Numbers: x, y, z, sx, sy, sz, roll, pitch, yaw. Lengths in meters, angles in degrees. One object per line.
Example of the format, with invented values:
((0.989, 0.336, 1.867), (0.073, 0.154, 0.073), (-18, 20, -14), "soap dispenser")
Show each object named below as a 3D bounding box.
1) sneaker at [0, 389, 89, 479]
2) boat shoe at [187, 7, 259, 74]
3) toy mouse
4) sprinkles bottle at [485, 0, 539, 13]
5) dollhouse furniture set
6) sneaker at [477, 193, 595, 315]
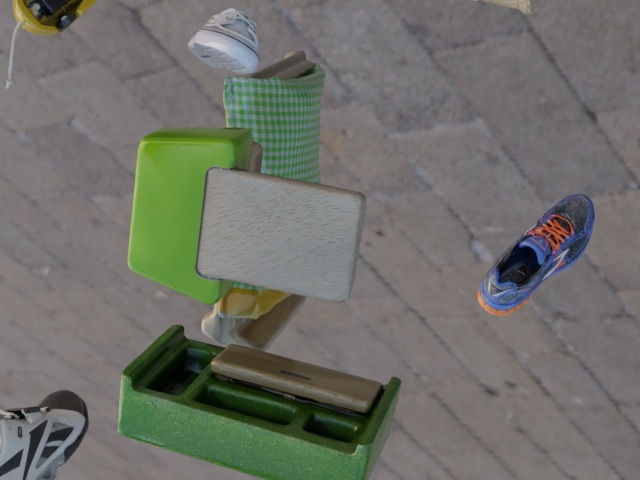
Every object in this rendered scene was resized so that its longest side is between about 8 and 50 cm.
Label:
((-0.460, 0.299, 1.777), (0.122, 0.330, 0.146), (-26, 109, 18), "sneaker")
((-0.122, -0.270, 1.526), (0.083, 0.076, 0.226), (34, 179, -24), "boat shoe")
((-0.190, -0.191, 0.690), (0.143, 0.161, 0.031), (46, 152, -19), "toy mouse")
((0.165, -0.441, 1.761), (0.355, 0.121, 0.121), (17, 151, 14), "sprinkles bottle")
((0.000, 0.000, 0.766), (0.151, 0.301, 0.198), (12, 109, 11), "dollhouse furniture set")
((0.315, 0.016, 1.654), (0.083, 0.221, 0.087), (39, 166, 17), "sneaker")
